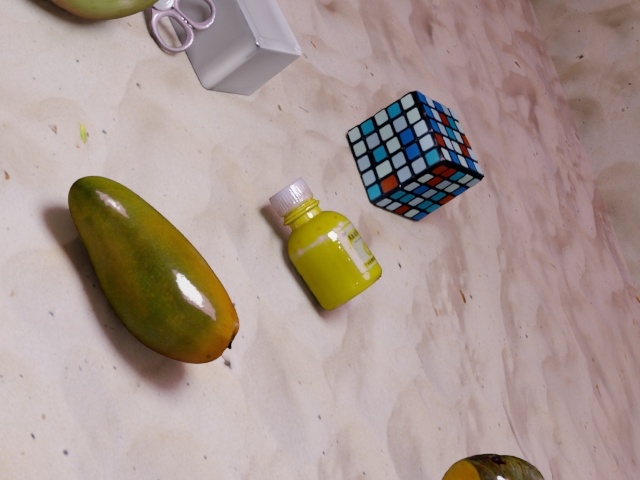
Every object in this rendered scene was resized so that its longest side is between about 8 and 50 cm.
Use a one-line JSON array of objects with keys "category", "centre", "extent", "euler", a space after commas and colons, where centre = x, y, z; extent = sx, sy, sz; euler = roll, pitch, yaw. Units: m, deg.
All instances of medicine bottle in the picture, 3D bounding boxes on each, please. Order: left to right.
[{"category": "medicine bottle", "centre": [0.000, 0.000, 1.933], "extent": [0.212, 0.122, 0.122], "euler": [56, 27, -3]}]

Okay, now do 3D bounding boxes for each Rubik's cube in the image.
[{"category": "Rubik's cube", "centre": [0.195, -0.172, 2.375], "extent": [0.182, 0.187, 0.184], "euler": [17, 49, -52]}]

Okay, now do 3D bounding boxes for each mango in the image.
[{"category": "mango", "centre": [-0.220, 0.039, 1.514], "extent": [0.146, 0.129, 0.289], "euler": [-22, 77, -53]}]

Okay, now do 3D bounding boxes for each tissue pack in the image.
[{"category": "tissue pack", "centre": [-0.167, -0.404, 2.070], "extent": [0.159, 0.136, 0.246], "euler": [-3, 63, -60]}]

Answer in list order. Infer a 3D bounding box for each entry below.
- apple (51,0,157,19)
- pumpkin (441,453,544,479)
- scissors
[{"category": "apple", "centre": [-0.330, -0.501, 1.743], "extent": [0.319, 0.277, 0.319], "euler": [39, 32, -30]}, {"category": "pumpkin", "centre": [0.262, 0.491, 1.786], "extent": [0.139, 0.222, 0.317], "euler": [13, 43, -18]}, {"category": "scissors", "centre": [-0.291, -0.431, 1.961], "extent": [0.242, 0.118, 0.030], "euler": [44, -14, -4]}]
